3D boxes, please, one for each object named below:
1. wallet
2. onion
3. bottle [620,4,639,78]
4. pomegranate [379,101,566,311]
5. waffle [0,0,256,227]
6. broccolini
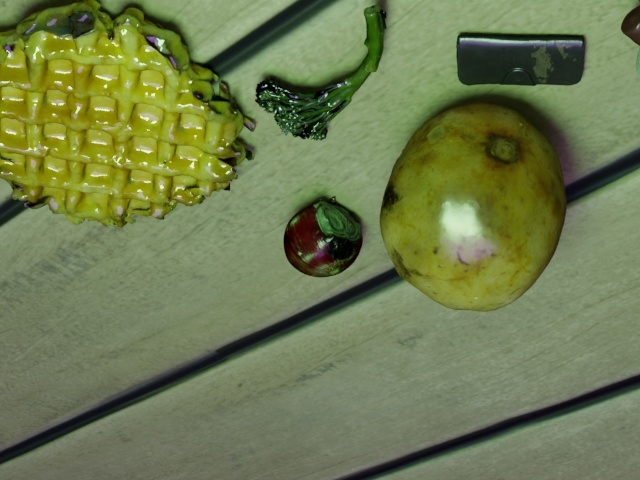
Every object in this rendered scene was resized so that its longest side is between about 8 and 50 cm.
[{"bbox_3d":[0.245,-0.222,1.573,0.156,0.018,0.082,3,140,8],"label":"wallet"},{"bbox_3d":[0.000,0.000,1.827,0.117,0.119,0.118,22,142,-36],"label":"onion"},{"bbox_3d":[0.450,-0.195,1.489,0.245,0.104,0.104,31,137,-22],"label":"bottle"},{"bbox_3d":[0.196,-0.038,1.620,0.260,0.260,0.260,7,140,6],"label":"pomegranate"},{"bbox_3d":[-0.298,-0.160,1.721,0.382,0.095,0.380,-18,133,27],"label":"waffle"},{"bbox_3d":[-0.001,-0.218,1.602,0.123,0.062,0.271,8,149,-21],"label":"broccolini"}]
